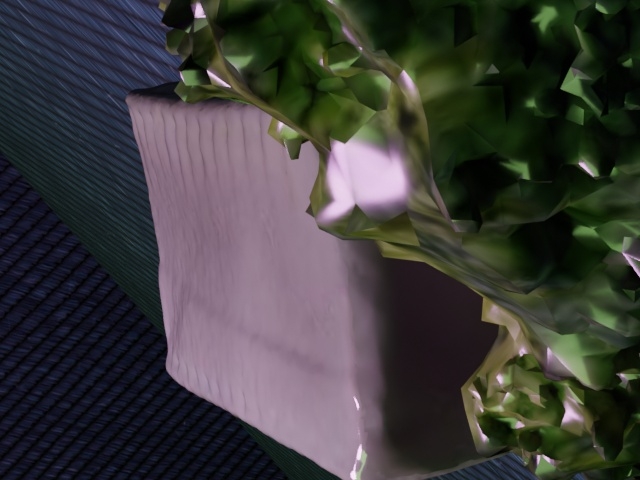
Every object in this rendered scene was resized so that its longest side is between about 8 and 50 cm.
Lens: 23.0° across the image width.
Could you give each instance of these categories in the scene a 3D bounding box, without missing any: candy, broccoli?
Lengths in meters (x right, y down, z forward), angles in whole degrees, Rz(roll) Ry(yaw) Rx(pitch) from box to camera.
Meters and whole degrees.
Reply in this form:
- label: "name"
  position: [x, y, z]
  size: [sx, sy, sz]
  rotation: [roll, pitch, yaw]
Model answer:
- label: "candy"
  position: [0.002, 0.002, 0.944]
  size: [0.359, 0.145, 0.208]
  rotation: [-168, 70, -67]
- label: "broccoli"
  position: [0.047, -0.096, 0.477]
  size: [0.397, 0.275, 0.353]
  rotation: [133, 124, -79]
